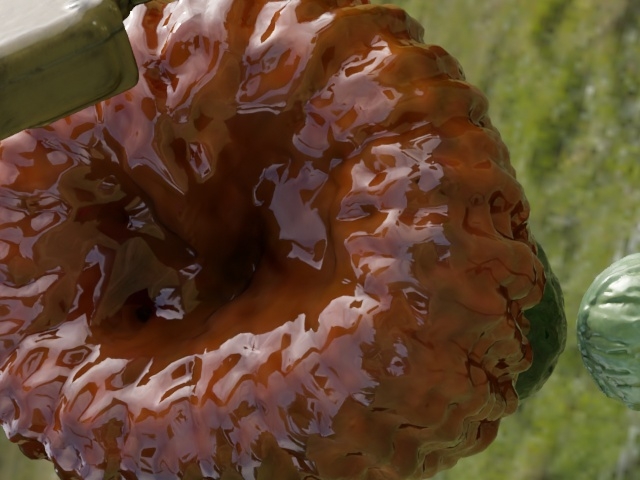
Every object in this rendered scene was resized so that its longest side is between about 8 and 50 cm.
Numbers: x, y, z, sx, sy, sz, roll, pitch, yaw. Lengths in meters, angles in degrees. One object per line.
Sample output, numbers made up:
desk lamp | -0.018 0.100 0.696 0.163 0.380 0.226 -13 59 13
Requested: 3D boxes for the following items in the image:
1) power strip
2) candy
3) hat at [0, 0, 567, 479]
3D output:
power strip | -0.191 -0.036 0.694 0.064 0.305 0.044 45 157 54
candy | 0.178 0.071 0.874 0.335 0.093 0.092 -71 -4 -78
hat | 0.000 0.000 0.985 0.400 0.285 0.285 -7 -70 -72
